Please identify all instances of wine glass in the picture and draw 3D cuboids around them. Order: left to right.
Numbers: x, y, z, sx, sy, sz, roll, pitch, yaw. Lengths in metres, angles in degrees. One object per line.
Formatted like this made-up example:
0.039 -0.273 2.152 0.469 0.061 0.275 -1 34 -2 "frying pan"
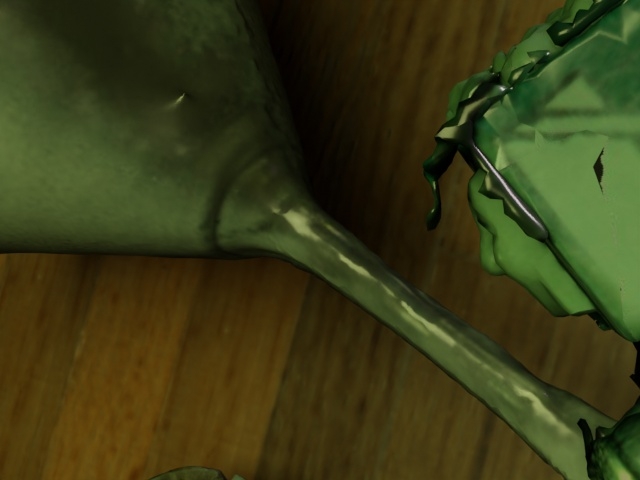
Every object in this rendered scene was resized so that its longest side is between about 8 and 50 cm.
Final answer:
0.000 0.000 0.572 0.406 0.267 0.267 36 98 26 "wine glass"

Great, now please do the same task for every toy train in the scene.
0.158 -0.041 0.359 0.269 0.115 0.154 -38 88 4 "toy train"

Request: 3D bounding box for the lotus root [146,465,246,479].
-0.071 0.193 0.656 0.113 0.088 0.192 22 91 48 "lotus root"
